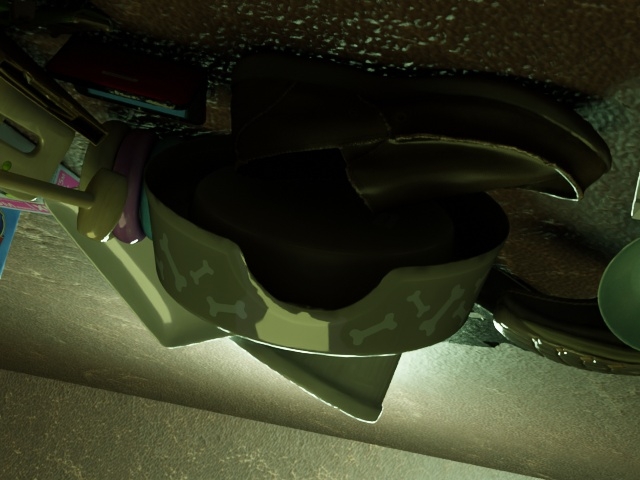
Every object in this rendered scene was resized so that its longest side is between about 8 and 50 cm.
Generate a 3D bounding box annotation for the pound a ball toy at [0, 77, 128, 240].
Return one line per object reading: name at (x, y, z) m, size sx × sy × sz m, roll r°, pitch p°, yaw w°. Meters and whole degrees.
pound a ball toy at (-0.345, -0.137, 1.516) m, size 0.208 × 0.136 × 0.319 m, roll 26°, pitch 176°, yaw 37°

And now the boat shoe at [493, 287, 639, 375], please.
boat shoe at (0.366, 0.089, 1.657) m, size 0.355 × 0.130 × 0.132 m, roll 13°, pitch 171°, yaw -12°

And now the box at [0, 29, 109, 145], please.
box at (-0.302, -0.178, 1.398) m, size 0.201 × 0.021 × 0.164 m, roll 41°, pitch -179°, yaw 35°

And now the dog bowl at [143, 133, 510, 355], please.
dog bowl at (0.000, 0.000, 1.415) m, size 0.348 × 0.102 × 0.349 m, roll 8°, pitch -158°, yaw -3°

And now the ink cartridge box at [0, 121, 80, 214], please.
ink cartridge box at (-0.457, -0.117, 1.888) m, size 0.185 × 0.065 × 0.311 m, roll 8°, pitch 161°, yaw 25°

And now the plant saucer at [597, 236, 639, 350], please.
plant saucer at (0.385, 0.043, 1.533) m, size 0.195 × 0.037 × 0.195 m, roll 3°, pitch 132°, yaw 3°

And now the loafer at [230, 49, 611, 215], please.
loafer at (0.080, -0.075, 1.350) m, size 0.366 × 0.130 × 0.134 m, roll 10°, pitch 164°, yaw 21°

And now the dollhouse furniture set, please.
dollhouse furniture set at (-0.264, -0.228, 1.362) m, size 0.076 × 0.059 × 0.151 m, roll -2°, pitch 177°, yaw 29°

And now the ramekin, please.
ramekin at (-0.008, 0.128, 2.044) m, size 0.273 × 0.127 × 0.273 m, roll 31°, pitch 180°, yaw 0°

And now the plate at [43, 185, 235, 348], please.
plate at (-0.182, 0.012, 1.882) m, size 0.277 × 0.045 × 0.278 m, roll -14°, pitch 121°, yaw 42°

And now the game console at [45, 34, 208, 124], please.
game console at (-0.190, -0.142, 1.464) m, size 0.144 × 0.124 × 0.085 m, roll 14°, pitch 121°, yaw 3°

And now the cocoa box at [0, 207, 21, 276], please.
cocoa box at (-0.650, 0.002, 2.177) m, size 0.347 × 0.228 × 0.231 m, roll 1°, pitch 159°, yaw 43°

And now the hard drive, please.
hard drive at (0.131, 0.057, 1.902) m, size 0.237 × 0.064 × 0.339 m, roll 2°, pitch 160°, yaw 42°

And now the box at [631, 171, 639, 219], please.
box at (0.361, -0.050, 1.334) m, size 0.145 × 0.038 × 0.186 m, roll 12°, pitch 165°, yaw 12°

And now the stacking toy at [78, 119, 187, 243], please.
stacking toy at (-0.097, -0.043, 1.665) m, size 0.330 × 0.141 × 0.141 m, roll 10°, pitch 164°, yaw 7°
